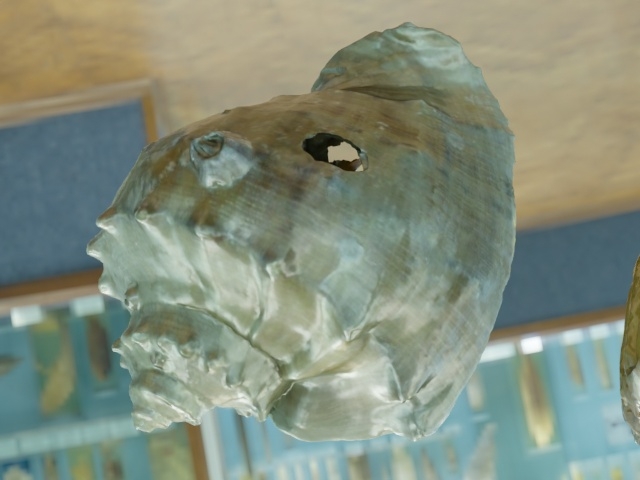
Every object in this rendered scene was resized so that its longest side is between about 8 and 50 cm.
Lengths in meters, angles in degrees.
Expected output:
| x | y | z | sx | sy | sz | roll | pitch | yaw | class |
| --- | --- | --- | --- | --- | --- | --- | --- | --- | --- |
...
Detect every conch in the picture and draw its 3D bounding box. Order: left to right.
| x | y | z | sx | sy | sz | roll | pitch | yaw | class |
| --- | --- | --- | --- | --- | --- | --- | --- | --- | --- |
| -0.003 | 0.001 | 1.101 | 0.324 | 0.263 | 0.186 | -56 | 171 | 3 | conch |

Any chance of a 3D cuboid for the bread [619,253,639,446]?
| x | y | z | sx | sy | sz | roll | pitch | yaw | class |
| --- | --- | --- | --- | --- | --- | --- | --- | --- | --- |
| 0.260 | 0.077 | 0.858 | 0.149 | 0.274 | 0.274 | -35 | -175 | -35 | bread |
